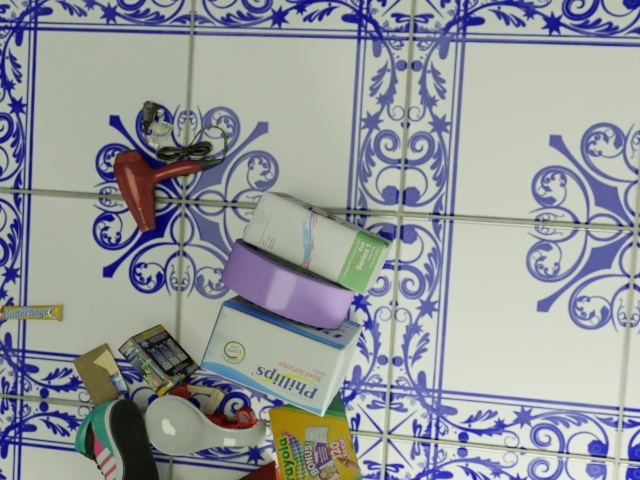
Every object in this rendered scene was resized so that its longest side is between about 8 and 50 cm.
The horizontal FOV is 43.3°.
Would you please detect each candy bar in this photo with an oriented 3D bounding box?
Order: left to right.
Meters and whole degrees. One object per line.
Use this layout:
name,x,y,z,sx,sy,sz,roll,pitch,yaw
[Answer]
candy bar,-0.695,0.174,1.933,0.161,0.018,0.040,-1,92,9

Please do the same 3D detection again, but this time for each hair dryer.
hair dryer,-0.361,-0.155,1.829,0.223,0.080,0.293,25,97,7

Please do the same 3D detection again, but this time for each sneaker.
sneaker,-0.473,0.503,1.836,0.178,0.124,0.295,-7,92,47

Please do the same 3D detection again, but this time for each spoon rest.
spoon rest,-0.263,0.417,1.790,0.276,0.084,0.137,3,94,10

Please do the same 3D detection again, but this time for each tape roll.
tape roll,-0.066,0.088,1.692,0.275,0.275,0.090,23,95,8

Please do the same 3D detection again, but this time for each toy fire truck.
toy fire truck,-0.245,0.389,1.852,0.192,0.047,0.135,-9,92,10

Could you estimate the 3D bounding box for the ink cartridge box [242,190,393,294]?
ink cartridge box,0.000,0.000,1.714,0.278,0.201,0.117,24,96,8

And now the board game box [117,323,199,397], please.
board game box,-0.359,0.266,1.803,0.141,0.170,0.048,46,100,6

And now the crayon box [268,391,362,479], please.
crayon box,-0.004,0.473,1.710,0.165,0.081,0.278,-16,50,0

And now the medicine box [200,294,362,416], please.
medicine box,-0.071,0.222,1.692,0.263,0.289,0.149,20,96,8

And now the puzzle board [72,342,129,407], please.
puzzle board,-0.521,0.321,1.914,0.096,0.011,0.128,-27,89,9

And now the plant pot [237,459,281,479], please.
plant pot,-0.163,0.663,1.715,0.236,0.267,0.267,-19,89,-4
